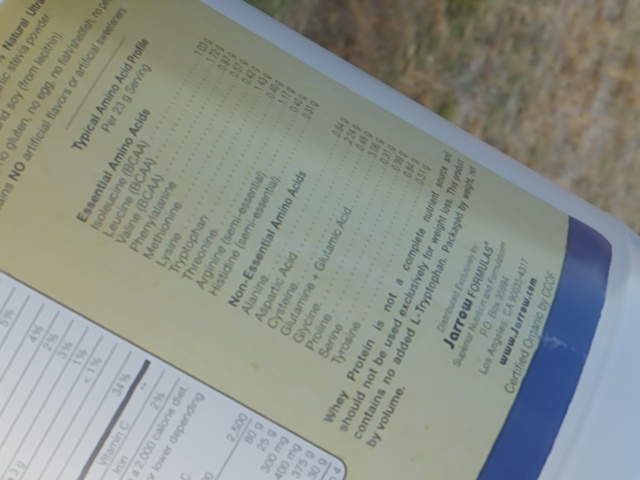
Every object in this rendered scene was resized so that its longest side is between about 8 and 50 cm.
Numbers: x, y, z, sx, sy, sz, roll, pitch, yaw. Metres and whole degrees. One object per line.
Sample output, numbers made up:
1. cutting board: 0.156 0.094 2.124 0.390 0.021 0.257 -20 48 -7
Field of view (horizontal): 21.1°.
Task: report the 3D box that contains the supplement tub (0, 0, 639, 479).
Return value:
1. supplement tub: -0.071 0.025 0.559 0.228 0.316 0.228 -59 -176 8
